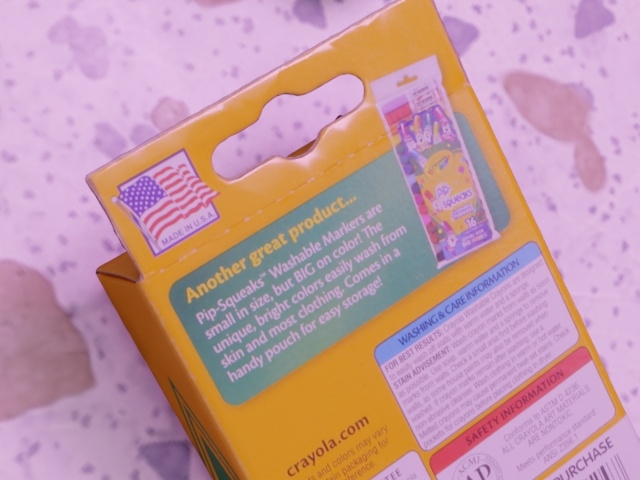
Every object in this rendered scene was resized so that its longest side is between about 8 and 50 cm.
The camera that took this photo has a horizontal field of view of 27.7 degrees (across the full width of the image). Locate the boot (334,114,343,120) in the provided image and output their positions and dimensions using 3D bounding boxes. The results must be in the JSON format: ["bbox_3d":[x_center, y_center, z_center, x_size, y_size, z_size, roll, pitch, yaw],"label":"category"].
[{"bbox_3d":[0.000,0.000,0.729,0.114,0.037,0.106,-34,93,-16],"label":"boot"}]

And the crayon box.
[{"bbox_3d":[0.029,0.060,0.677,0.203,0.083,0.323,-32,105,-20],"label":"crayon box"}]
